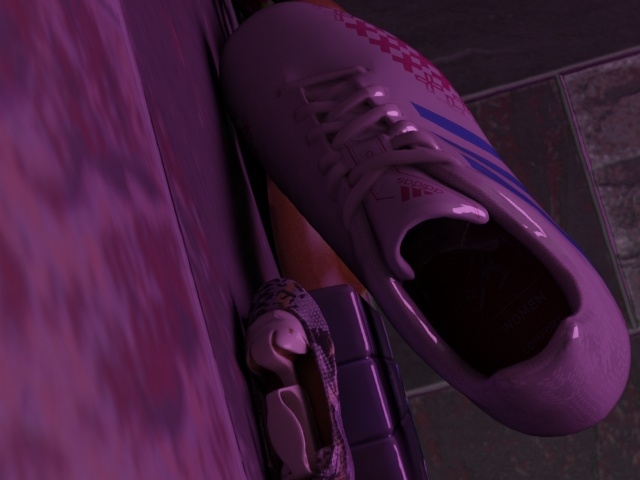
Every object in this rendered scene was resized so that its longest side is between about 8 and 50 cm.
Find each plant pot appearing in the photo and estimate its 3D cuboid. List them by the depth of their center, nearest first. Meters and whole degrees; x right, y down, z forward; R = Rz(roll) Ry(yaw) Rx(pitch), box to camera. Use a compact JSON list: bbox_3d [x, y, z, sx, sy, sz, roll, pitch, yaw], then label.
[{"bbox_3d":[0.013,-0.057,0.966,0.236,0.032,0.236,0,90,-74],"label":"plant pot"}]

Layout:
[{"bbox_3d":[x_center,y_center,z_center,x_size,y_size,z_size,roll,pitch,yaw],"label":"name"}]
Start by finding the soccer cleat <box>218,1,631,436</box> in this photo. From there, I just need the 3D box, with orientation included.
[{"bbox_3d":[0.044,-0.035,0.742,0.331,0.116,0.143,48,6,25],"label":"soccer cleat"}]

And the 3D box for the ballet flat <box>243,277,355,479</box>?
[{"bbox_3d":[-0.013,0.061,0.579,0.041,0.041,0.114,69,5,-61],"label":"ballet flat"}]

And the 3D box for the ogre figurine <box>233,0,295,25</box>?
[{"bbox_3d":[-0.037,-0.198,1.036,0.197,0.096,0.118,-80,176,-48],"label":"ogre figurine"}]

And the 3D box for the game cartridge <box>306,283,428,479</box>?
[{"bbox_3d":[0.033,0.149,0.783,0.355,0.068,0.230,50,28,-82],"label":"game cartridge"}]

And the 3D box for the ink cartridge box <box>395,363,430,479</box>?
[{"bbox_3d":[0.083,0.220,1.453,0.206,0.045,0.208,-97,169,-69],"label":"ink cartridge box"}]
